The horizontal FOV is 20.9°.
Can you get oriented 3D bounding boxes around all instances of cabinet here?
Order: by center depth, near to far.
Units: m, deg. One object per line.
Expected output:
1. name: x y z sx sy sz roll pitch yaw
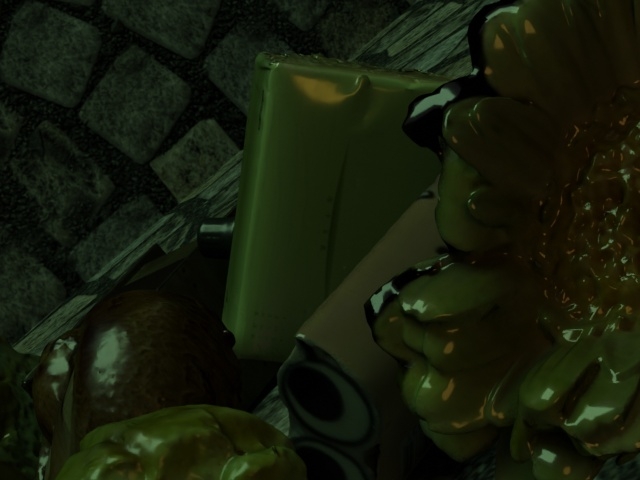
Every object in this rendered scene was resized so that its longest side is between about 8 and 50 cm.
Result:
1. cabinet: -0.133 0.102 1.649 0.175 0.148 0.215 -24 21 51

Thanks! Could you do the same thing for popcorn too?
1. popcorn: -0.093 0.200 1.011 0.221 0.184 0.204 -44 -18 -19

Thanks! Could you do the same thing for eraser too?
1. eraser: 0.080 0.050 1.197 0.290 0.087 0.171 -46 -31 -40

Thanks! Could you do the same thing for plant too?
1. plant: 0.168 -0.030 0.905 0.306 0.261 0.297 -24 13 10

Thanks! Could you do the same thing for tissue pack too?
1. tissue pack: 0.017 -0.023 1.336 0.125 0.159 0.234 -129 47 -77

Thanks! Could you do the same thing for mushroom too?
1. mushroom: -0.135 0.152 1.262 0.153 0.253 0.253 3 2 -14

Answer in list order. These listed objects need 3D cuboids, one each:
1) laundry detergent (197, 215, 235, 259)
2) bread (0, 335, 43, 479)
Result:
1. laundry detergent: 0.000 0.000 1.549 0.226 0.070 0.099 2 38 13
2. bread: -0.355 0.233 1.698 0.252 0.196 0.238 -36 13 27
